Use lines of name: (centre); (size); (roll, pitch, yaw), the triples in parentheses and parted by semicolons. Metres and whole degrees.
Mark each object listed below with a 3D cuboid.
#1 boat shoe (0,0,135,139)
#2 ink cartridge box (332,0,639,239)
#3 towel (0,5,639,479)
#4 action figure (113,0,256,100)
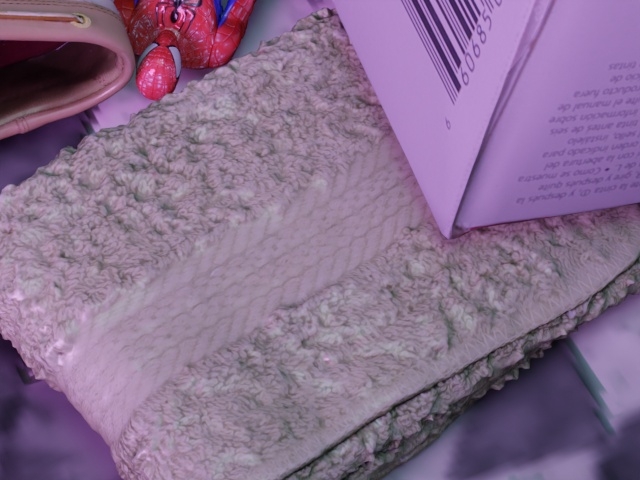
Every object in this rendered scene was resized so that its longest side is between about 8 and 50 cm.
boat shoe: (-0.104, -0.034, 0.431); (0.135, 0.050, 0.045); (-25, 57, -25)
ink cartridge box: (0.135, -0.163, 0.502); (0.309, 0.130, 0.272); (-8, 55, -22)
towel: (0.000, 0.000, 0.439); (0.148, 0.027, 0.110); (-32, 64, -28)
action figure: (-0.030, -0.080, 0.492); (0.038, 0.030, 0.115); (15, 56, -4)
